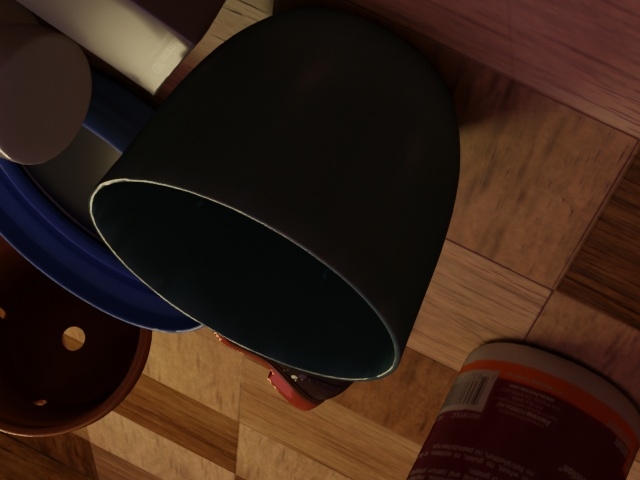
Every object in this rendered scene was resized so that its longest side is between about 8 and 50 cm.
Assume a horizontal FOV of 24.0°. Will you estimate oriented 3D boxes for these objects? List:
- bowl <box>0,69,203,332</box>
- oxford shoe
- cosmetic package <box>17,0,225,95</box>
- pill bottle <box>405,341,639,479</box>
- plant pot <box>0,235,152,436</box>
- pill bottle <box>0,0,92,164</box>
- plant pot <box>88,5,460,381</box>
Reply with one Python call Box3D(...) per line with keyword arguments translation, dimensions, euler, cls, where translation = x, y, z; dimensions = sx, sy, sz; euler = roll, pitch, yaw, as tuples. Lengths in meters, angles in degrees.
Box3D(translation=(-0.258, -0.053, 1.723), dimensions=(0.391, 0.077, 0.391), euler=(26, 149, 18), cls="bowl")
Box3D(translation=(-0.058, 0.101, 1.901), dimensions=(0.098, 0.097, 0.271), euler=(-28, 123, 31), cls="oxford shoe")
Box3D(translation=(-0.198, -0.243, 1.289), dimensions=(0.238, 0.107, 0.127), euler=(36, 154, -8), cls="cosmetic package")
Box3D(translation=(0.187, 0.331, 1.670), dimensions=(0.224, 0.392, 0.224), euler=(24, 157, 11), cls="pill bottle")
Box3D(translation=(-0.359, 0.123, 2.061), dimensions=(0.291, 0.291, 0.203), euler=(26, 175, 8), cls="plant pot")
Box3D(translation=(-0.386, -0.181, 1.505), dimensions=(0.318, 0.176, 0.176), euler=(22, 157, 32), cls="pill bottle")
Box3D(translation=(-0.013, -0.056, 1.295), dimensions=(0.293, 0.235, 0.293), euler=(25, 158, 11), cls="plant pot")
